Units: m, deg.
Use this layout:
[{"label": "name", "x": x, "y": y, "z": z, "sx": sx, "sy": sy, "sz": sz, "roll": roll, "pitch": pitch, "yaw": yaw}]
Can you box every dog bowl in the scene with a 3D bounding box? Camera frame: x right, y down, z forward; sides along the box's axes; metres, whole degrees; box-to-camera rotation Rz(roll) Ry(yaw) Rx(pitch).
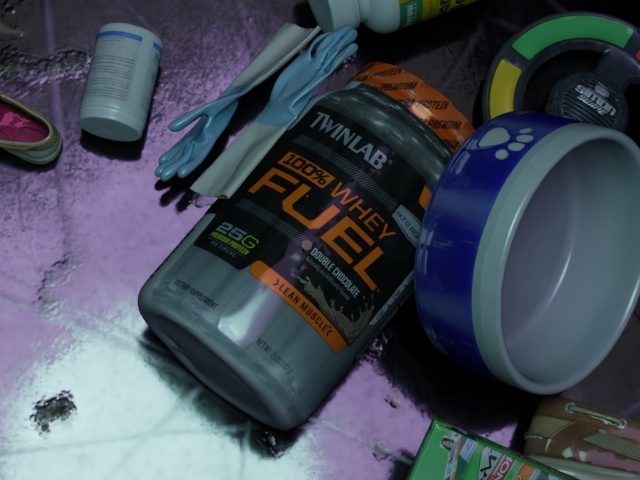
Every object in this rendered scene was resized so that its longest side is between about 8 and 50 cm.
[{"label": "dog bowl", "x": 0.211, "y": 0.010, "z": 1.681, "sx": 0.104, "sy": 0.265, "sz": 0.265, "roll": 19, "pitch": 69, "yaw": 39}]

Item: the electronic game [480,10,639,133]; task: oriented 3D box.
[{"label": "electronic game", "x": 0.283, "y": -0.137, "z": 1.841, "sx": 0.229, "sy": 0.048, "sz": 0.229, "roll": 2, "pitch": 74, "yaw": -6}]

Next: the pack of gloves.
[{"label": "pack of gloves", "x": -0.074, "y": -0.146, "z": 1.732, "sx": 0.232, "sy": 0.195, "sz": 0.046, "roll": -50, "pitch": 115, "yaw": -15}]

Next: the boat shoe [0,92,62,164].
[{"label": "boat shoe", "x": -0.344, "y": -0.131, "z": 1.765, "sx": 0.170, "sy": 0.059, "sz": 0.063, "roll": 18, "pitch": 74, "yaw": -1}]

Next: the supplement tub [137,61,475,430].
[{"label": "supplement tub", "x": 0.000, "y": 0.000, "z": 1.691, "sx": 0.207, "sy": 0.207, "sz": 0.338, "roll": 38, "pitch": 74, "yaw": 5}]

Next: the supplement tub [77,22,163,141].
[{"label": "supplement tub", "x": -0.206, "y": -0.163, "z": 1.783, "sx": 0.071, "sy": 0.071, "sz": 0.107, "roll": 13, "pitch": 74, "yaw": -3}]

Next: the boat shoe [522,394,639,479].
[{"label": "boat shoe", "x": 0.358, "y": 0.223, "z": 1.717, "sx": 0.324, "sy": 0.123, "sz": 0.116, "roll": 12, "pitch": 72, "yaw": -4}]

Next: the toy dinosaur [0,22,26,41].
[{"label": "toy dinosaur", "x": -0.455, "y": -0.230, "z": 1.752, "sx": 0.295, "sy": 0.127, "sz": 0.200, "roll": 28, "pitch": 78, "yaw": -8}]

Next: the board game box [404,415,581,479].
[{"label": "board game box", "x": 0.141, "y": 0.354, "z": 1.642, "sx": 0.213, "sy": 0.046, "sz": 0.317, "roll": 24, "pitch": 93, "yaw": 2}]

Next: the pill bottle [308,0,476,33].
[{"label": "pill bottle", "x": 0.092, "y": -0.287, "z": 1.825, "sx": 0.208, "sy": 0.117, "sz": 0.117, "roll": -21, "pitch": 78, "yaw": -12}]
